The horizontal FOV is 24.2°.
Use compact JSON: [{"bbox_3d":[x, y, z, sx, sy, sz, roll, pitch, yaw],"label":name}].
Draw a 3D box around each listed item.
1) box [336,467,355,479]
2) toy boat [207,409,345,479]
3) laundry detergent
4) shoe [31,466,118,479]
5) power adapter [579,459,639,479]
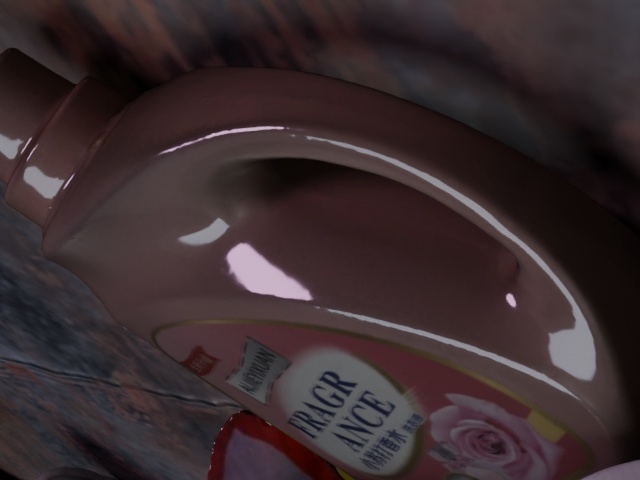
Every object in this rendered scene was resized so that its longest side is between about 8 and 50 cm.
[{"bbox_3d":[0.073,0.157,0.682,0.220,0.064,0.141,-3,139,48],"label":"box"},{"bbox_3d":[0.015,0.155,0.511,0.318,0.072,0.219,107,140,-71],"label":"toy boat"},{"bbox_3d":[0.000,0.000,0.473,0.237,0.076,0.171,34,149,-6],"label":"laundry detergent"},{"bbox_3d":[-0.077,0.213,0.872,0.227,0.099,0.125,32,161,-18],"label":"shoe"},{"bbox_3d":[0.154,0.134,0.439,0.187,0.124,0.255,-11,149,-3],"label":"power adapter"}]
